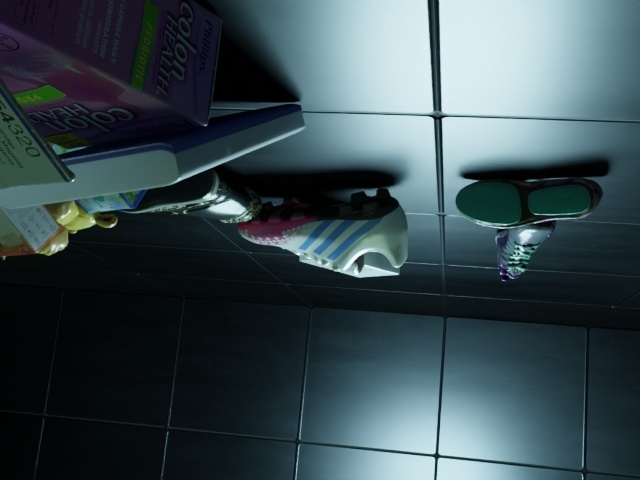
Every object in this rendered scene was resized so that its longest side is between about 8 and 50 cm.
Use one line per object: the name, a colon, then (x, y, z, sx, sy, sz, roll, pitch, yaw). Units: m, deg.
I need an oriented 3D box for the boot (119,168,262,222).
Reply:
boot: (-0.234, -0.073, 1.358, 0.237, 0.085, 0.179, -1, 169, 28)

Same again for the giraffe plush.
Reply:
giraffe plush: (-0.444, -0.060, 1.367, 0.171, 0.181, 0.210, -17, 157, -50)

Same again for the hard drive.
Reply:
hard drive: (-0.171, -0.102, 0.892, 0.210, 0.040, 0.319, -6, -167, 22)

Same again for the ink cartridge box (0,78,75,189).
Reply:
ink cartridge box: (-0.361, -0.173, 0.584, 0.330, 0.071, 0.324, -1, 132, 31)

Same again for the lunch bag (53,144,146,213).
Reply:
lunch bag: (-0.330, -0.120, 1.156, 0.129, 0.096, 0.151, -6, 135, 42)

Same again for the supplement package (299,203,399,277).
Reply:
supplement package: (0.061, 0.004, 1.539, 0.105, 0.105, 0.179, -6, 164, 44)

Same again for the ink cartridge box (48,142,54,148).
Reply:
ink cartridge box: (-0.381, -0.153, 1.015, 0.090, 0.092, 0.143, 10, 168, -21)

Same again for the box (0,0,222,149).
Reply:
box: (-0.256, -0.186, 0.740, 0.214, 0.117, 0.243, -3, 166, 35)

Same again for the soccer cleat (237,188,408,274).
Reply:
soccer cleat: (0.000, 0.000, 1.393, 0.331, 0.143, 0.116, -3, -157, 33)

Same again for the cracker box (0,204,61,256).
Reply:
cracker box: (-0.520, -0.081, 1.200, 0.156, 0.067, 0.232, -5, 127, 40)

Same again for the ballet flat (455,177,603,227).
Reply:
ballet flat: (0.320, -0.061, 1.219, 0.222, 0.076, 0.079, -3, -175, 34)

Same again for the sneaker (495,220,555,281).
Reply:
sneaker: (0.378, 0.018, 1.476, 0.083, 0.098, 0.223, 5, 169, 2)
